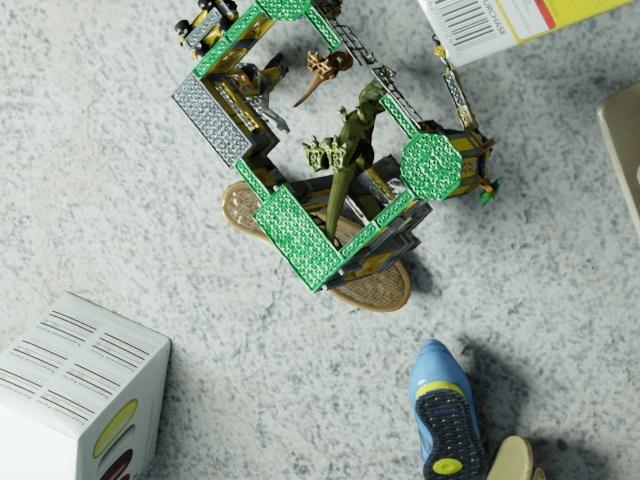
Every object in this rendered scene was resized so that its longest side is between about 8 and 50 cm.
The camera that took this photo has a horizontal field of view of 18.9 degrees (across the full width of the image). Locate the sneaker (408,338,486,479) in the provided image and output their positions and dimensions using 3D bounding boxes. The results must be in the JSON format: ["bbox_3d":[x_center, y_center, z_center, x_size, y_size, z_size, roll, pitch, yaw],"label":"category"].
[{"bbox_3d":[0.133,0.186,2.024,0.069,0.082,0.209,-8,138,4],"label":"sneaker"}]

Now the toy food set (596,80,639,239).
[{"bbox_3d":[0.398,-0.035,1.658,0.306,0.092,0.219,1,121,48],"label":"toy food set"}]

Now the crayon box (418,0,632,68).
[{"bbox_3d":[0.209,-0.291,1.639,0.319,0.081,0.202,-17,111,38],"label":"crayon box"}]

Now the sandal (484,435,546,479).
[{"bbox_3d":[0.211,0.287,2.046,0.079,0.088,0.240,9,139,-14],"label":"sandal"}]

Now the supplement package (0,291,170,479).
[{"bbox_3d":[-0.290,0.209,2.185,0.149,0.203,0.194,23,130,16],"label":"supplement package"}]

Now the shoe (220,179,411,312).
[{"bbox_3d":[0.000,0.000,1.980,0.219,0.058,0.076,32,100,3],"label":"shoe"}]

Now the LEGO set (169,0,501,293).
[{"bbox_3d":[0.028,-0.114,1.832,0.331,0.192,0.255,44,114,16],"label":"LEGO set"}]
